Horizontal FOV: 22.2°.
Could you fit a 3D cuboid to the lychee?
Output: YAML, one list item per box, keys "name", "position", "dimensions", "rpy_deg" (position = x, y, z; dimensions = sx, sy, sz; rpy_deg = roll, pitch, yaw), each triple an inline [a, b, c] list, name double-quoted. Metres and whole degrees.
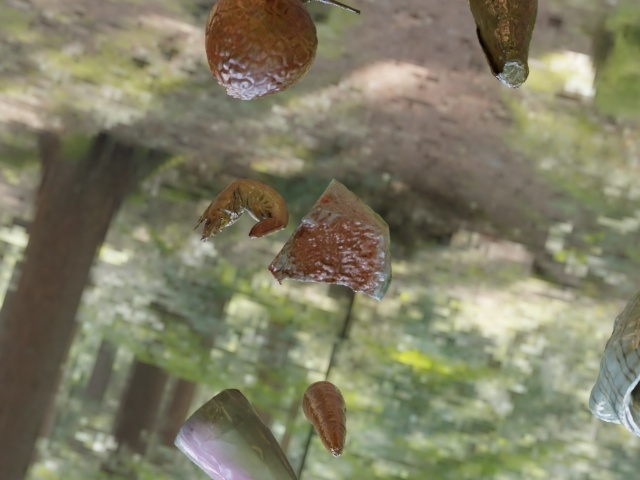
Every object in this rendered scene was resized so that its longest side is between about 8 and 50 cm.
- name: "lychee"
  position: [-0.047, -0.182, 1.445]
  dimensions: [0.101, 0.140, 0.114]
  rpy_deg: [-26, 121, 31]

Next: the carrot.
- name: "carrot"
  position: [0.009, 0.187, 1.686]
  dimensions: [0.048, 0.048, 0.216]
  rpy_deg: [17, -173, -7]

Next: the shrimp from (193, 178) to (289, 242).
- name: "shrimp"
  position: [-0.098, -0.026, 2.090]
  dimensions: [0.095, 0.162, 0.045]
  rpy_deg: [40, 128, 2]

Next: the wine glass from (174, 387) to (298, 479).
- name: "wine glass"
  position: [-0.046, 0.199, 1.361]
  dimensions: [0.155, 0.073, 0.073]
  rpy_deg: [45, 176, 20]

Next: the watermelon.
- name: "watermelon"
  position: [-0.006, -0.009, 1.727]
  dimensions: [0.158, 0.098, 0.121]
  rpy_deg: [7, -159, -39]

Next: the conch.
- name: "conch"
  position: [0.329, 0.097, 1.463]
  dimensions: [0.386, 0.203, 0.169]
  rpy_deg: [48, -178, -39]

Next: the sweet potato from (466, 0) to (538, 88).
- name: "sweet potato"
  position: [0.192, -0.281, 1.839]
  dimensions: [0.085, 0.286, 0.112]
  rpy_deg: [6, 134, -29]
